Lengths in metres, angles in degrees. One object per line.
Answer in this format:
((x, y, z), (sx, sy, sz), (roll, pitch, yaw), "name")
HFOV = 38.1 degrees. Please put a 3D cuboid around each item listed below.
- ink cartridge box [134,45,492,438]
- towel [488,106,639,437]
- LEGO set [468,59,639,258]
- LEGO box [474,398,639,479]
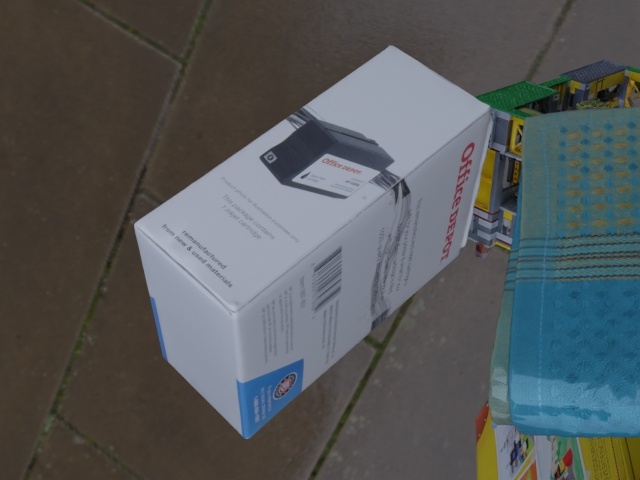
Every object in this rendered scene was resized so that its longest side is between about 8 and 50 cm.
((0.000, 0.000, 0.851), (0.129, 0.307, 0.223), (39, 151, 25), "ink cartridge box")
((0.294, 0.004, 0.536), (0.370, 0.272, 0.040), (-2, 134, 22), "towel")
((0.307, -0.065, 1.024), (0.254, 0.331, 0.192), (23, 125, 34), "LEGO set")
((0.371, 0.331, 1.239), (0.193, 0.500, 0.373), (19, 125, -6), "LEGO box")
